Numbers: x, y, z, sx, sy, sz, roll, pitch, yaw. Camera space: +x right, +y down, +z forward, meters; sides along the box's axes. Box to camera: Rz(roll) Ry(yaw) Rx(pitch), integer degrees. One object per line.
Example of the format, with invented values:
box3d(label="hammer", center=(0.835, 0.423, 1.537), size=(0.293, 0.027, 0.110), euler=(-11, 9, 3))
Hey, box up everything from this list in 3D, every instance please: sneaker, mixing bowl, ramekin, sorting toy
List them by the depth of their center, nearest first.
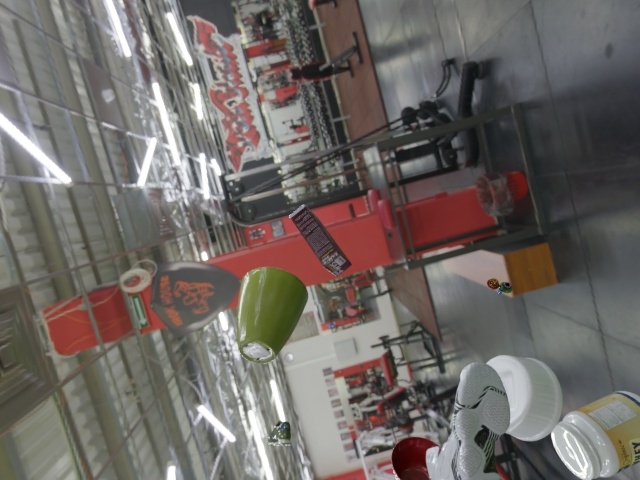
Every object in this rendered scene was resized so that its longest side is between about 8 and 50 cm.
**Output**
box3d(label="sneaker", center=(0.351, 0.490, 1.116), size=(0.210, 0.137, 0.367), euler=(125, 154, -68))
box3d(label="mixing bowl", center=(0.290, 0.687, 1.334), size=(0.181, 0.181, 0.098), euler=(-106, 20, -59))
box3d(label="ramekin", center=(0.664, 0.529, 1.551), size=(0.277, 0.135, 0.278), euler=(-49, 31, 43))
box3d(label="sneaker", center=(-0.149, 0.717, 1.684), size=(0.192, 0.064, 0.086), euler=(130, 146, -58))
box3d(label="sorting toy", center=(0.709, 0.176, 1.778), size=(0.042, 0.101, 0.061), euler=(92, -171, -51))

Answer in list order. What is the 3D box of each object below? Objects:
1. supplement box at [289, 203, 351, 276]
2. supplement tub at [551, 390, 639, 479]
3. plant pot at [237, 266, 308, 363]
box3d(label="supplement box", center=(0.000, 0.000, 1.557), size=(0.240, 0.073, 0.130), euler=(54, -173, 28))
box3d(label="supplement tub", center=(1.035, 0.705, 1.637), size=(0.228, 0.315, 0.229), euler=(162, 90, -79))
box3d(label="plant pot", center=(-0.205, 0.300, 1.702), size=(0.294, 0.274, 0.275), euler=(-77, -21, -48))
